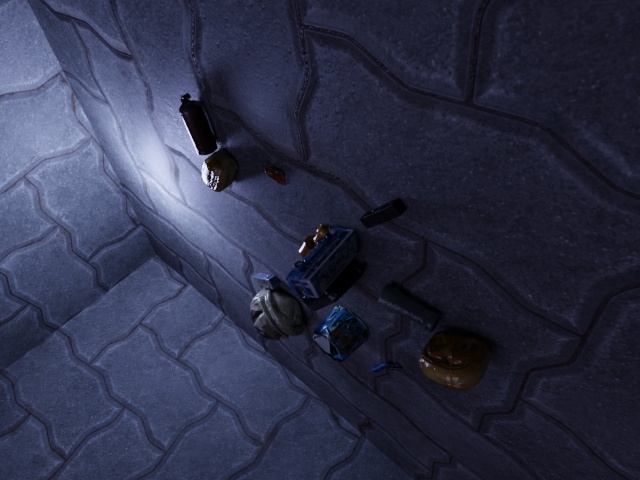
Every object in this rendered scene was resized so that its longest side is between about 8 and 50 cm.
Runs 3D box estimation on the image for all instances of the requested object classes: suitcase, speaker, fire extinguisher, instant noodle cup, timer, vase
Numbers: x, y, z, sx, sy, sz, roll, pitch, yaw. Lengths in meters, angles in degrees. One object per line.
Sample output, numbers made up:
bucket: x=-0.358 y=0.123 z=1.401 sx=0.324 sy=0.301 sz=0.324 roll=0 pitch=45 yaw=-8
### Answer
suitcase: x=0.038 y=0.169 z=1.840 sx=0.128 sy=0.202 sz=0.312 roll=48 pitch=153 yaw=-1
speaker: x=0.195 y=-0.082 z=1.448 sx=0.046 sy=0.040 sz=0.191 roll=50 pitch=153 yaw=-9
fire extinguisher: x=-0.505 y=-0.479 z=1.863 sx=0.105 sy=0.105 sz=0.268 roll=28 pitch=147 yaw=34
instant noodle cup: x=0.092 y=0.452 z=2.174 sx=0.240 sy=0.178 sz=0.240 roll=34 pitch=150 yaw=23
timer: x=0.000 y=0.000 z=1.791 sx=0.132 sy=0.132 sz=0.152 roll=37 pitch=127 yaw=20
vase: x=0.322 y=0.247 z=1.660 sx=0.219 sy=0.096 sz=0.096 roll=28 pitch=148 yaw=27

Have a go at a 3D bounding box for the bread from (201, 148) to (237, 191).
bread: x=-0.451 y=-0.302 z=2.021 sx=0.140 sy=0.106 sz=0.236 roll=49 pitch=153 yaw=1

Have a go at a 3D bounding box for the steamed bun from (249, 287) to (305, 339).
steamed bun: x=-0.266 y=0.452 z=2.631 sx=0.346 sy=0.237 sz=0.394 roll=47 pitch=153 yaw=-1

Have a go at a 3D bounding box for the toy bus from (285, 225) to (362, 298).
toy bus: x=0.017 y=0.075 z=1.642 sx=0.131 sy=0.297 sz=0.106 roll=7 pitch=133 yaw=44

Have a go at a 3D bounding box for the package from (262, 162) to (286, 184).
package: x=-0.182 y=-0.256 z=1.769 sx=0.111 sy=0.033 sz=0.077 roll=34 pitch=141 yaw=15

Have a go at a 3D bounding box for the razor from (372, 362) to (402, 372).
razor: x=0.312 y=0.621 z=2.240 sx=0.082 sy=0.042 sz=0.253 roll=8 pitch=158 yaw=-13

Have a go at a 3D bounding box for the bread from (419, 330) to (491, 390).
bread: x=0.456 y=0.407 z=1.557 sx=0.236 sy=0.198 sz=0.120 roll=5 pitch=137 yaw=52

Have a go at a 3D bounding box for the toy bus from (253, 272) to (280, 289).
toy bus: x=-0.302 y=0.226 z=2.576 sx=0.191 sy=0.064 sz=0.075 roll=2 pitch=117 yaw=55
